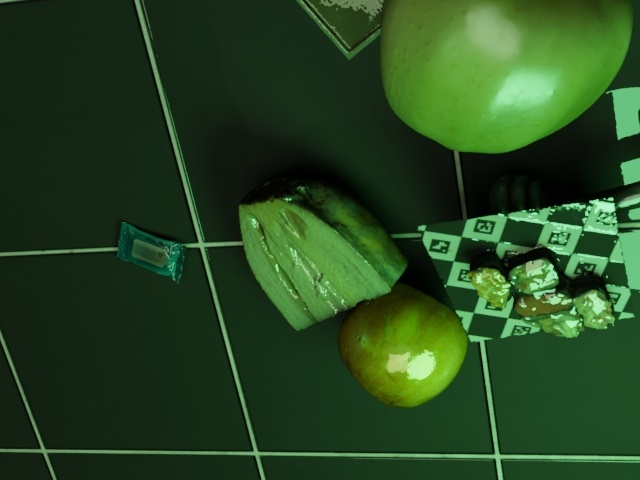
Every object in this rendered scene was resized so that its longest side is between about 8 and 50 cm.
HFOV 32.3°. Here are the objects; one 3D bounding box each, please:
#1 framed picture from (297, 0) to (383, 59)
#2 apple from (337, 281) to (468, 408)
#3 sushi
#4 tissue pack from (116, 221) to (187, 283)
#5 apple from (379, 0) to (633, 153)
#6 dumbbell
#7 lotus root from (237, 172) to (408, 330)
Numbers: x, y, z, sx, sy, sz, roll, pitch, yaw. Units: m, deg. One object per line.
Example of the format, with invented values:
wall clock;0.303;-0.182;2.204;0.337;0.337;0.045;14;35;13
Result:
framed picture;0.028;-0.430;1.734;0.184;0.016;0.250;-37;105;29
apple;0.151;0.175;1.925;0.237;0.237;0.207;43;99;-11
sushi;0.330;0.070;1.721;0.294;0.059;0.292;-10;133;18
tissue pack;-0.319;0.022;2.089;0.138;0.028;0.085;20;120;9
apple;0.252;-0.299;1.567;0.357;0.357;0.357;7;121;11
dumbbell;0.442;-0.057;1.744;0.406;0.179;0.179;-16;114;23
lotus root;-0.015;-0.006;1.924;0.260;0.149;0.267;50;137;-11
